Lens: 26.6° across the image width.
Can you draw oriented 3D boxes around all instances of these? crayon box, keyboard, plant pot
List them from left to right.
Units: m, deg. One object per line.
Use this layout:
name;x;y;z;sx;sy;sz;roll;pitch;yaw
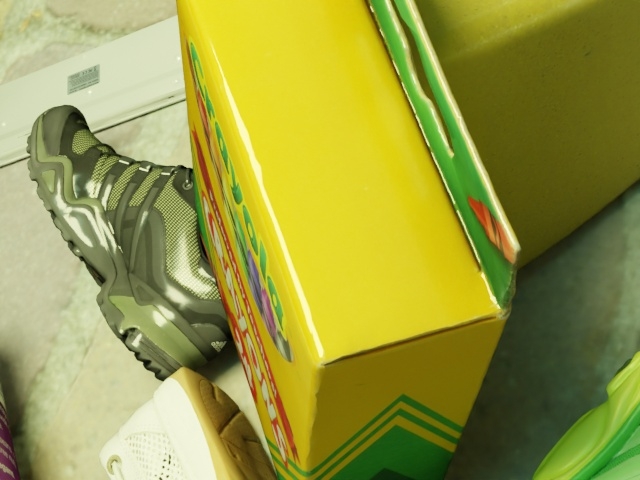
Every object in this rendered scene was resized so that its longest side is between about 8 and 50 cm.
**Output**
keyboard;-0.170;-0.107;0.977;0.256;0.014;0.072;-17;54;21
crayon box;0.000;0.000;0.622;0.081;0.318;0.202;-15;64;-10
plant pot;0.105;-0.130;0.723;0.187;0.212;0.212;-23;55;-2

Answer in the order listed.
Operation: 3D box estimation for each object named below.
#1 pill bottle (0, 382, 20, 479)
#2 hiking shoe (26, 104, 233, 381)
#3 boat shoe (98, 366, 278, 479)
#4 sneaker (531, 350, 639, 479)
pill bottle;-0.273;0.141;0.804;0.181;0.181;0.323;-31;55;13
hiking shoe;-0.104;-0.014;0.861;0.114;0.086;0.227;-32;59;-5
boat shoe;-0.049;0.195;0.710;0.096;0.098;0.277;-38;45;9
sneaker;0.137;0.160;0.609;0.295;0.109;0.123;-51;49;-2
